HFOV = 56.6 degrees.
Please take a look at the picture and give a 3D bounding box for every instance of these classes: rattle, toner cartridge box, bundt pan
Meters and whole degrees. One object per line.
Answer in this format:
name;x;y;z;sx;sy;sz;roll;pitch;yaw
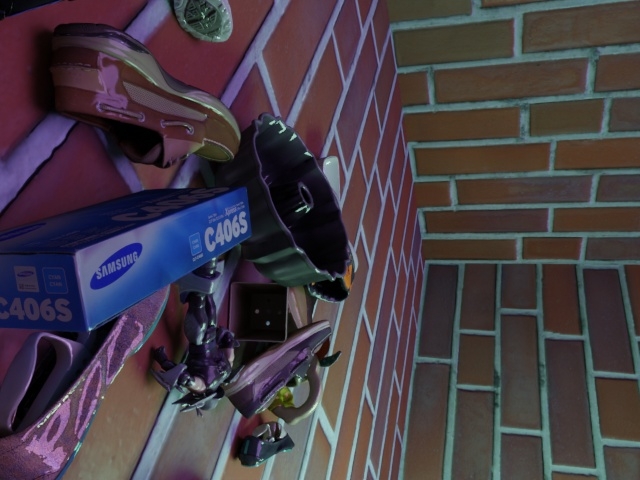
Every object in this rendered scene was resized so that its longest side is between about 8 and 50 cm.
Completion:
rattle;-0.022;0.304;1.288;0.200;0.130;0.143;-54;138;-14
toner cartridge box;-0.224;0.002;0.676;0.348;0.165;0.075;-41;127;-68
bundt pan;-0.076;-0.059;1.092;0.331;0.124;0.331;51;25;-34

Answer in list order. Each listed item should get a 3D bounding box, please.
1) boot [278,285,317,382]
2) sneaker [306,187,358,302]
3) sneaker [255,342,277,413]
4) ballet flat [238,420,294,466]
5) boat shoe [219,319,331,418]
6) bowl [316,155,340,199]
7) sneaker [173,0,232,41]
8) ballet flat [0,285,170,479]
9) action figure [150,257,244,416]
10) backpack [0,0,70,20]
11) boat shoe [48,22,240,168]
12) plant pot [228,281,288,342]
boot;-0.035;0.179;1.383;0.207;0.090;0.248;-47;131;-62
sneaker;0.000;0.000;1.324;0.321;0.124;0.180;60;19;-23
sneaker;-0.119;0.264;1.195;0.071;0.066;0.188;61;25;-21
ballet flat;-0.103;0.406;1.207;0.203;0.074;0.074;24;67;-68
boat shoe;-0.070;0.240;1.137;0.285;0.103;0.092;-27;88;-50
bowl;0.008;-0.153;1.587;0.142;0.053;0.142;-33;121;-70
sneaker;-0.191;-0.415;0.914;0.232;0.090;0.115;64;27;-55
ballet flat;-0.264;0.115;0.659;0.106;0.107;0.316;58;33;-35
action figure;-0.186;0.139;0.919;0.185;0.099;0.285;-47;138;-75
backpack;-0.292;-0.290;0.574;0.084;0.105;0.114;-104;178;-50
boat shoe;-0.224;-0.155;0.779;0.324;0.122;0.120;26;70;-61
plant pot;-0.111;0.137;1.143;0.096;0.109;0.109;50;41;-81
